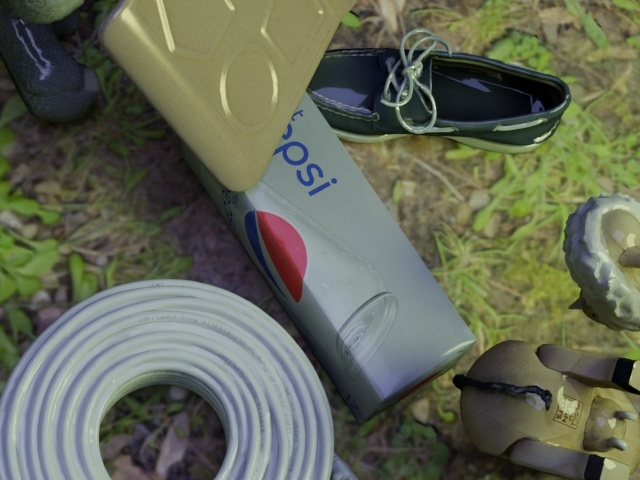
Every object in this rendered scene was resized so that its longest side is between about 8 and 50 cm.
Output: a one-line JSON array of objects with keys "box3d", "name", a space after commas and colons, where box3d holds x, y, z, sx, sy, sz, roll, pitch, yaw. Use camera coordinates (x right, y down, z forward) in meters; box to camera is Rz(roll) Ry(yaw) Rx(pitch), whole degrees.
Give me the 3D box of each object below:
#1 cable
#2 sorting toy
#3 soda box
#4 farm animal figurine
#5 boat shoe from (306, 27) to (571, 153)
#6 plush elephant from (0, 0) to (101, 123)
[{"box3d": [-0.117, 0.157, 0.947, 0.257, 0.089, 0.257, -29, 78, -19], "name": "cable"}, {"box3d": [-0.066, -0.171, 0.953, 0.038, 0.193, 0.208, 10, 61, 39], "name": "sorting toy"}, {"box3d": [0.000, 0.000, 1.027, 0.098, 0.091, 0.286, -29, 78, -19], "name": "soda box"}, {"box3d": [0.202, 0.176, 0.953, 0.327, 0.172, 0.330, 49, 62, -36], "name": "farm animal figurine"}, {"box3d": [0.090, -0.128, 1.099, 0.255, 0.079, 0.095, 11, 68, -7], "name": "boat shoe"}, {"box3d": [-0.183, -0.298, 1.004, 0.255, 0.272, 0.330, -28, 74, -14], "name": "plush elephant"}]
